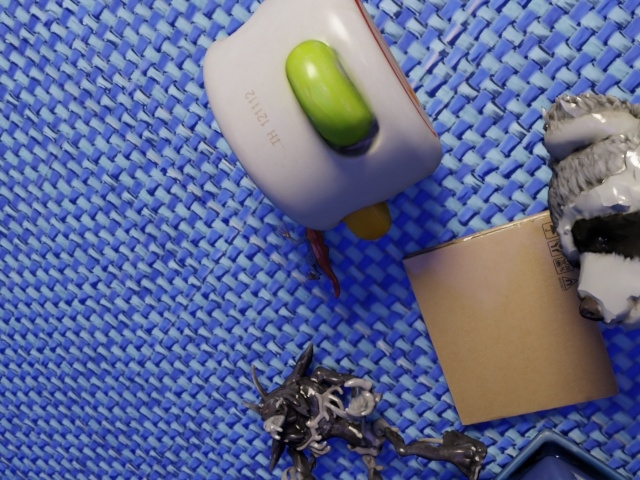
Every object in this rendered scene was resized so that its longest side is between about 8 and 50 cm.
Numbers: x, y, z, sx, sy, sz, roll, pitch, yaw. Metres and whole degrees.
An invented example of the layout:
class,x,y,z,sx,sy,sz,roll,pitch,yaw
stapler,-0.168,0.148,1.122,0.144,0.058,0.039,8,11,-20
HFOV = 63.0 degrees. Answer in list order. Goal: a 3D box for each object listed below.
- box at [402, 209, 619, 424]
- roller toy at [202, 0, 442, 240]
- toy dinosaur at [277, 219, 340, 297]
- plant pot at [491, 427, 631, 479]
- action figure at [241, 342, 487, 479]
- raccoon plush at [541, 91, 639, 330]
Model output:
class,x,y,z,sx,sy,sz,roll,pitch,yaw
box,0.194,0.085,0.541,0.164,0.021,0.201,-19,99,18
roller toy,0.001,-0.112,0.452,0.146,0.209,0.191,-29,57,19
toy dinosaur,0.000,0.000,0.547,0.090,0.047,0.082,34,142,34
plant pot,0.246,0.340,0.493,0.236,0.212,0.236,33,110,5
action figure,0.026,0.214,0.552,0.275,0.141,0.164,18,92,13
raccoon plush,0.386,-0.067,0.373,0.446,0.299,0.216,-31,137,-11
